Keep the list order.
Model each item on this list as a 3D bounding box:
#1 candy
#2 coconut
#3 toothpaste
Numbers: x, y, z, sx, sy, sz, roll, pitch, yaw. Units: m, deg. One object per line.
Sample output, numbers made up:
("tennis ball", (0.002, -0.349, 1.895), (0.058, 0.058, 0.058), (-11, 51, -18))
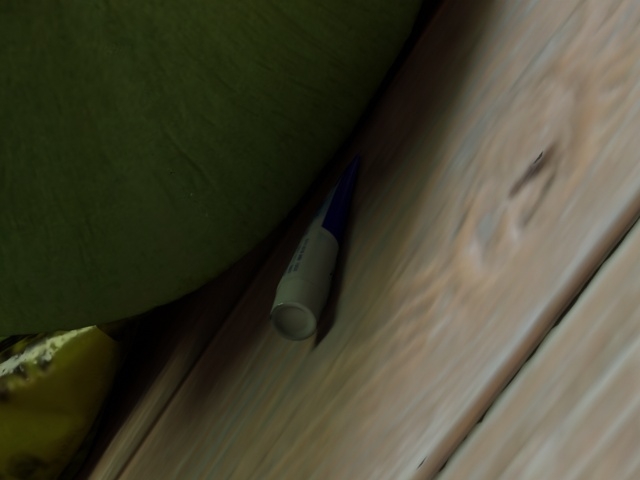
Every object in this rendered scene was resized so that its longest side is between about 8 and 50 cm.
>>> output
("candy", (-0.147, 0.086, 0.725), (0.297, 0.081, 0.187), (-46, 18, 11))
("coconut", (-0.105, -0.119, 0.574), (0.328, 0.281, 0.328), (-15, 14, 4))
("toothpaste", (0.000, 0.000, 0.504), (0.024, 0.015, 0.083), (-53, 11, 33))
